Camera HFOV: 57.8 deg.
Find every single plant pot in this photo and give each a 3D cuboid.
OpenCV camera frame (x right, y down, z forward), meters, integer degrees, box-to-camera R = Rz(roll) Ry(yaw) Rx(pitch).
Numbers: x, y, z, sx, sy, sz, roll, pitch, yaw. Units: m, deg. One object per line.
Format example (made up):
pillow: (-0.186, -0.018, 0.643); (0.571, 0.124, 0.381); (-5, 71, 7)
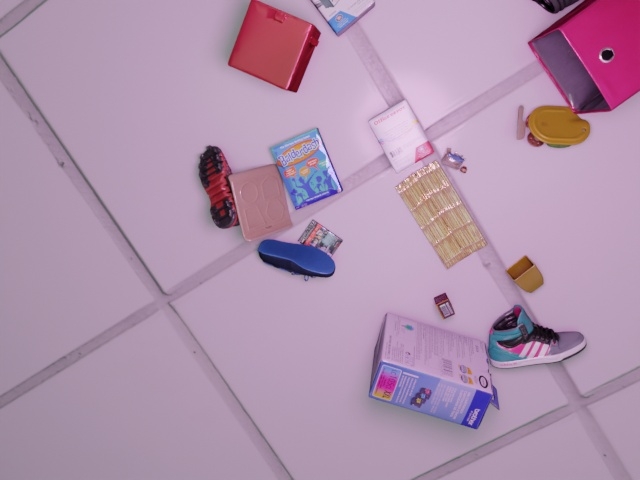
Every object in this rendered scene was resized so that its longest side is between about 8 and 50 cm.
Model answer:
plant pot: (0.636, 0.112, 1.781); (0.081, 0.081, 0.083); (-41, 106, 12)

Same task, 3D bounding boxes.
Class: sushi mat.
sushi mat: (0.375, -0.078, 1.796); (0.151, 0.019, 0.316); (-32, 97, 13)

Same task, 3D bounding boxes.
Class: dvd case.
dvd case: (0.000, 0.000, 1.856); (0.119, 0.013, 0.087); (34, 103, -1)

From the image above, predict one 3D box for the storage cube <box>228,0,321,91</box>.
storage cube: (-0.127, -0.550, 1.665); (0.215, 0.183, 0.193); (24, 104, 0)

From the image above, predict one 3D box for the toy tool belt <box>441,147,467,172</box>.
toy tool belt: (0.410, -0.241, 1.742); (0.083, 0.052, 0.051); (24, 112, 0)

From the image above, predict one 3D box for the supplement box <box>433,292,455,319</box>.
supplement box: (0.389, 0.206, 1.822); (0.043, 0.083, 0.055); (-28, 98, 10)

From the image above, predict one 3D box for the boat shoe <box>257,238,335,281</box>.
boat shoe: (-0.071, 0.062, 1.842); (0.258, 0.109, 0.089); (21, 144, 18)

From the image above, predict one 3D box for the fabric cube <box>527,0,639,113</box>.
fabric cube: (0.756, -0.512, 1.521); (0.258, 0.259, 0.254); (-35, 98, 8)

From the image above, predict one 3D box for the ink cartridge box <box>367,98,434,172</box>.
ink cartridge box: (0.235, -0.308, 1.706); (0.128, 0.127, 0.176); (-28, 98, 12)

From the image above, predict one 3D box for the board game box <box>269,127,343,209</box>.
board game box: (-0.042, -0.221, 1.796); (0.160, 0.047, 0.210); (-22, 98, 10)

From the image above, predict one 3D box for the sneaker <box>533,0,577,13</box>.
sneaker: (0.610, -0.754, 1.581); (0.147, 0.104, 0.296); (-40, 100, 7)

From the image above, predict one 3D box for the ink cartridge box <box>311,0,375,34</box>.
ink cartridge box: (0.045, -0.710, 1.665); (0.139, 0.082, 0.191); (-37, 97, 12)

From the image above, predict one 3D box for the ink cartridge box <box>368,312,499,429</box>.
ink cartridge box: (0.362, 0.398, 1.764); (0.395, 0.270, 0.151); (15, 116, 3)

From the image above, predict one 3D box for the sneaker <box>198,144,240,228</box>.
sneaker: (-0.298, -0.162, 1.813); (0.097, 0.135, 0.276); (-23, 75, 23)

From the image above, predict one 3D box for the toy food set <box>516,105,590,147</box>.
toy food set: (0.665, -0.322, 1.692); (0.218, 0.071, 0.128); (4, 69, -1)

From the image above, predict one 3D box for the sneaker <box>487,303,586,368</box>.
sneaker: (0.658, 0.280, 1.796); (0.295, 0.124, 0.178); (-14, 110, 10)

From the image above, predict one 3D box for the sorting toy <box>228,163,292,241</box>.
sorting toy: (-0.185, -0.118, 1.782); (0.038, 0.193, 0.208); (-6, 102, 47)
